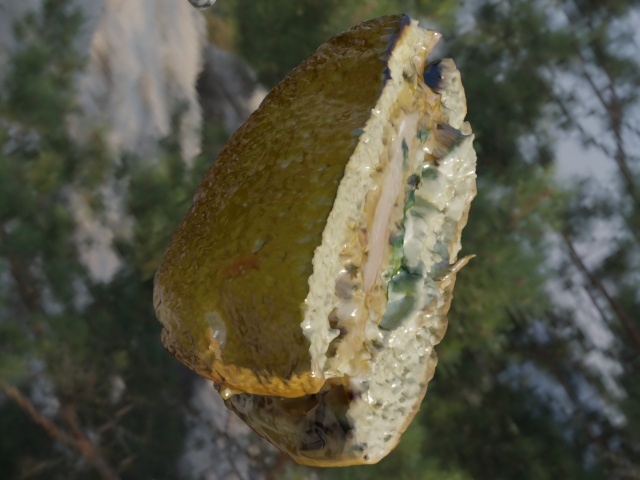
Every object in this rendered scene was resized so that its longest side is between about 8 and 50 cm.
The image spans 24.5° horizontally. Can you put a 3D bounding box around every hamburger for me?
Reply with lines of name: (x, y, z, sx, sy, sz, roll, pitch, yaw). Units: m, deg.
hamburger: (0.000, 0.000, 0.840, 0.144, 0.157, 0.283, 48, 43, -31)

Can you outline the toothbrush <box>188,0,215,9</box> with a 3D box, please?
toothbrush: (-0.160, -0.280, 1.166, 0.304, 0.030, 0.030, 54, 1, 32)
